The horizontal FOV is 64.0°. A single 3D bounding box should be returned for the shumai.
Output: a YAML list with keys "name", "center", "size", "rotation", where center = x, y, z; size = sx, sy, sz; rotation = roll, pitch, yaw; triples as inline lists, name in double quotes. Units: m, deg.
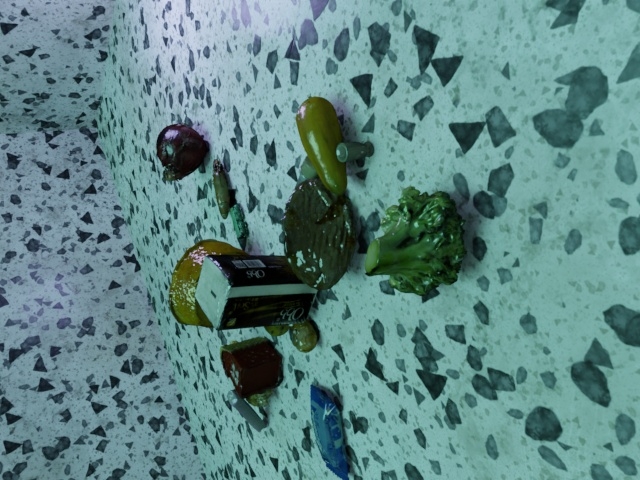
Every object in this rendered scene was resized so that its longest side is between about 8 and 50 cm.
- name: "shumai"
  center: [0.001, 0.001, 1.608]
  size: [0.283, 0.217, 0.346]
  rotation: [76, -175, -72]

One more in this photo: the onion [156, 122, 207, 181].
- name: "onion"
  center: [-0.648, -0.426, 2.338]
  size: [0.281, 0.221, 0.281]
  rotation: [-8, 79, 46]

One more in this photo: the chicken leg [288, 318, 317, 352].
- name: "chicken leg"
  center: [-0.073, 0.313, 1.859]
  size: [0.101, 0.085, 0.207]
  rotation: [102, 151, -55]

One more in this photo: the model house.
- name: "model house"
  center: [-0.298, 0.504, 2.150]
  size: [0.254, 0.196, 0.160]
  rotation: [41, 132, 44]

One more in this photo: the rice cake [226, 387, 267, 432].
- name: "rice cake"
  center: [-0.322, 0.751, 2.247]
  size: [0.072, 0.056, 0.365]
  rotation: [41, 161, 39]

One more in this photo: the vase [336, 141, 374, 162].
- name: "vase"
  center: [0.095, -0.243, 1.389]
  size: [0.053, 0.100, 0.053]
  rotation: [22, 118, 49]

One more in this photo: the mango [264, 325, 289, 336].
- name: "mango"
  center: [-0.181, 0.274, 1.985]
  size: [0.137, 0.098, 0.195]
  rotation: [-49, 55, 56]

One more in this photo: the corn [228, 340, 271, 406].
- name: "corn"
  center: [-0.319, 0.593, 2.272]
  size: [0.347, 0.130, 0.130]
  rotation: [50, 139, 38]

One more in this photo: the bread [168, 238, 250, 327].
- name: "bread"
  center: [-0.417, 0.184, 2.072]
  size: [0.215, 0.398, 0.398]
  rotation: [12, 111, 41]

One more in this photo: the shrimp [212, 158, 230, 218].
- name: "shrimp"
  center: [-0.431, -0.224, 2.218]
  size: [0.145, 0.061, 0.267]
  rotation: [161, 97, -80]

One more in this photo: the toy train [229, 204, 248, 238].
- name: "toy train"
  center: [-0.342, -0.077, 2.159]
  size: [0.071, 0.038, 0.148]
  rotation: [-24, 81, 59]

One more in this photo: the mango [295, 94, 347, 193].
- name: "mango"
  center: [0.011, -0.276, 1.452]
  size: [0.176, 0.119, 0.317]
  rotation: [28, -136, -79]

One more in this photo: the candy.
- name: "candy"
  center: [0.028, 0.694, 1.838]
  size: [0.187, 0.077, 0.331]
  rotation: [0, 100, 63]

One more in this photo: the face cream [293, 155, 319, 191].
- name: "face cream"
  center: [-0.056, -0.178, 1.664]
  size: [0.224, 0.070, 0.114]
  rotation: [124, 150, -48]

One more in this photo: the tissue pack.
- name: "tissue pack"
  center: [-0.213, 0.162, 1.717]
  size: [0.210, 0.370, 0.198]
  rotation: [45, 121, 42]

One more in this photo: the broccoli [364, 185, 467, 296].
- name: "broccoli"
  center: [0.198, 0.012, 1.192]
  size: [0.248, 0.245, 0.288]
  rotation: [35, 124, 58]
